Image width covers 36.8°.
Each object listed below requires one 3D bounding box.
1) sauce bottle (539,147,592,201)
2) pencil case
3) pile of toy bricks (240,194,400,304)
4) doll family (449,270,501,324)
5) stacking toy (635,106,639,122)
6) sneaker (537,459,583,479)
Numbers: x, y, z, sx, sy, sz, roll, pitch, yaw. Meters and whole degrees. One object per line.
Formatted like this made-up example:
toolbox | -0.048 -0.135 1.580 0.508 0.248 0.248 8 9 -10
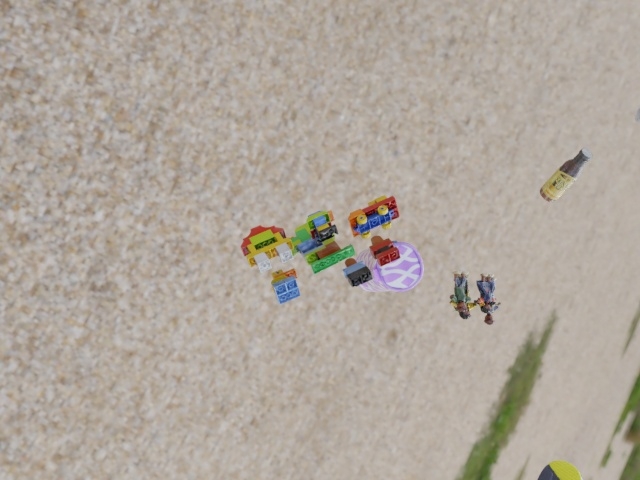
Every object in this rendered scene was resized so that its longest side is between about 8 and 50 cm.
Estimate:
sauce bottle | 0.473 -0.127 1.850 0.042 0.042 0.128 -40 168 -46
pencil case | 0.109 0.049 1.623 0.088 0.086 0.206 -26 180 -10
pile of toy bricks | 0.000 0.000 1.313 0.212 0.105 0.118 -23 127 -10
doll family | 0.357 0.135 2.208 0.193 0.076 0.111 5 76 -30
stacking toy | 0.748 -0.139 1.933 0.175 0.166 0.301 -22 99 -75
sneaker | 0.223 0.291 0.985 0.144 0.053 0.059 -52 151 5
